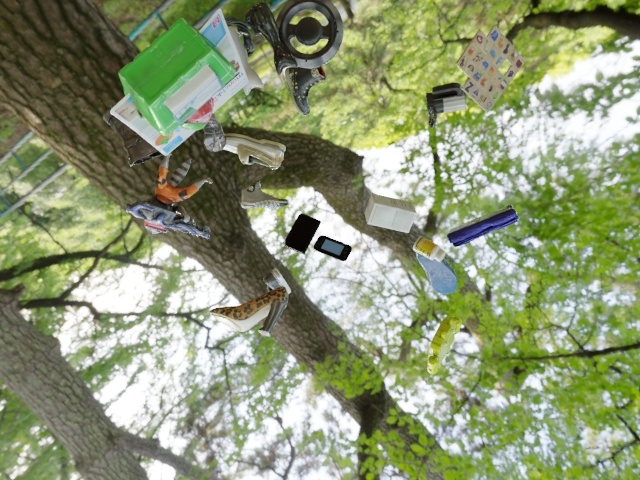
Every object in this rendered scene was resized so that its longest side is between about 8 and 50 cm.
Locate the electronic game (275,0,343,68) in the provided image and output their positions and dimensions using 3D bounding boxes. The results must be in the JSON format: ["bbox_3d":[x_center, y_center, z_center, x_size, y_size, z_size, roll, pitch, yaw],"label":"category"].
[{"bbox_3d":[-0.038,-0.685,1.494,0.229,0.229,0.048,-29,-176,8],"label":"electronic game"}]

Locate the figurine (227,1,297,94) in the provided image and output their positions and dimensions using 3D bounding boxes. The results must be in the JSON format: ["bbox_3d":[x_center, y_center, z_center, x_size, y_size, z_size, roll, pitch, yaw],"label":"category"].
[{"bbox_3d":[-0.205,-0.598,1.445,0.215,0.209,0.092,-25,-169,20],"label":"figurine"}]

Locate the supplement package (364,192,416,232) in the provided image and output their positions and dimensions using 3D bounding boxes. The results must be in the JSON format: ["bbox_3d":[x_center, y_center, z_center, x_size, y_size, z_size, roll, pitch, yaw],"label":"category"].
[{"bbox_3d":[0.385,-0.152,2.515,0.134,0.244,0.139,-94,-161,-59],"label":"supplement package"}]

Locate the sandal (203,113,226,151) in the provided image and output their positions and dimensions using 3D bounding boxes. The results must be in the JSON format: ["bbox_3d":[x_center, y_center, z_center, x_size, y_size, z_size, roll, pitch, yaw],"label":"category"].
[{"bbox_3d":[-0.430,-0.444,1.797,0.090,0.219,0.060,-8,-128,5],"label":"sandal"}]

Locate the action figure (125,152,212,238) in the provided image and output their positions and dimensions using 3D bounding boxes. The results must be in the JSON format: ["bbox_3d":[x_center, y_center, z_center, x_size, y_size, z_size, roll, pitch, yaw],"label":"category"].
[{"bbox_3d":[-0.565,-0.147,1.790,0.330,0.341,0.178,-49,-142,14],"label":"action figure"}]

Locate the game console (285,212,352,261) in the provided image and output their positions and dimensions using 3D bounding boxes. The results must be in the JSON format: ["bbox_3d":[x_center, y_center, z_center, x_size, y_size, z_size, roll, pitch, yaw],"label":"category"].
[{"bbox_3d":[0.000,0.000,2.462,0.213,0.361,0.044,-64,164,-18],"label":"game console"}]

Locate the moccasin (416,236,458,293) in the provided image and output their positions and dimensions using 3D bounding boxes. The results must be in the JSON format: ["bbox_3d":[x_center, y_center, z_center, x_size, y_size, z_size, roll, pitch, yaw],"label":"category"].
[{"bbox_3d":[0.533,0.108,2.059,0.137,0.342,0.117,-19,-140,18],"label":"moccasin"}]

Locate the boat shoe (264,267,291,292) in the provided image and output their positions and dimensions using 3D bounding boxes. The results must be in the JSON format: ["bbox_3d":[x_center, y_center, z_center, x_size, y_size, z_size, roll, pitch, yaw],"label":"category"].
[{"bbox_3d":[-0.233,0.237,2.395,0.102,0.108,0.301,-36,162,-8],"label":"boat shoe"}]

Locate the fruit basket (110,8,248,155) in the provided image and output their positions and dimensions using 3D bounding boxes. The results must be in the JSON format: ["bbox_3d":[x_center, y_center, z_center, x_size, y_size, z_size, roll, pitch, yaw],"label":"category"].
[{"bbox_3d":[-0.317,-0.357,1.129,0.327,0.165,0.353,-43,170,-4],"label":"fruit basket"}]

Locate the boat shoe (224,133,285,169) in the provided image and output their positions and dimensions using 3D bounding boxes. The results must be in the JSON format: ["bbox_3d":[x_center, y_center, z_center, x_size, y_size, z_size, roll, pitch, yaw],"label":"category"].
[{"bbox_3d":[-0.303,-0.373,1.909,0.302,0.103,0.113,11,174,12],"label":"boat shoe"}]

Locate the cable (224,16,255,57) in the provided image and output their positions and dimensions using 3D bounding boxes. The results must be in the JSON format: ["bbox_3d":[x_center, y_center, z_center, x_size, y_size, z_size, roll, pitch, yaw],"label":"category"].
[{"bbox_3d":[-0.333,-0.706,1.626,0.184,0.150,0.047,-11,-141,22],"label":"cable"}]

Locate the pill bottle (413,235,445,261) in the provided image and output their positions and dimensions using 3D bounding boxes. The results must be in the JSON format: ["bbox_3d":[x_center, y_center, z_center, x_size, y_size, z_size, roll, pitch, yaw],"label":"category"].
[{"bbox_3d":[0.427,0.036,1.782,0.116,0.065,0.065,30,-125,26],"label":"pill bottle"}]

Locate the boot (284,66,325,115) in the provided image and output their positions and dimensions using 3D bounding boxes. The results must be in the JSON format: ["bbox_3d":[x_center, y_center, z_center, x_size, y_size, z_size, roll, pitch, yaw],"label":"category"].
[{"bbox_3d":[-0.054,-0.722,2.154,0.178,0.236,0.085,-8,-155,31],"label":"boot"}]

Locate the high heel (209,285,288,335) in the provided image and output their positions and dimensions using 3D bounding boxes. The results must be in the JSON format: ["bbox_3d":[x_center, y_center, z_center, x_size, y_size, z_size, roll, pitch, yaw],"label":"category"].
[{"bbox_3d":[-0.244,0.222,1.584,0.261,0.093,0.186,10,-127,23],"label":"high heel"}]

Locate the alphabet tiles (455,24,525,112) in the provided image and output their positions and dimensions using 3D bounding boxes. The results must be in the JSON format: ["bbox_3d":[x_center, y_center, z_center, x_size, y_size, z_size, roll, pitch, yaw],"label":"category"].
[{"bbox_3d":[0.533,-0.550,1.452,0.198,0.237,0.009,-56,-143,14],"label":"alphabet tiles"}]

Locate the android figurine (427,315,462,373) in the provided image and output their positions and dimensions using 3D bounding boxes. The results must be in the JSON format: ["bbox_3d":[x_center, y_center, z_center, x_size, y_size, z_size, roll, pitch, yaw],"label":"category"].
[{"bbox_3d":[0.493,0.409,1.823,0.056,0.273,0.248,25,-125,27],"label":"android figurine"}]

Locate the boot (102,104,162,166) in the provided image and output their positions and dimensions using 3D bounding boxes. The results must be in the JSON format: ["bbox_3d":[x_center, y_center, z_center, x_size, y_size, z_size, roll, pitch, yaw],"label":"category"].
[{"bbox_3d":[-0.622,-0.404,1.643,0.263,0.229,0.091,-37,176,-19],"label":"boot"}]

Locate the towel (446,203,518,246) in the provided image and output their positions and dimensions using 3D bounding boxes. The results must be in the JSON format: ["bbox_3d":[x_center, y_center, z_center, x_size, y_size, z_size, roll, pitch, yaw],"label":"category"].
[{"bbox_3d":[0.731,-0.064,2.049,0.308,0.076,0.227,-24,180,23],"label":"towel"}]

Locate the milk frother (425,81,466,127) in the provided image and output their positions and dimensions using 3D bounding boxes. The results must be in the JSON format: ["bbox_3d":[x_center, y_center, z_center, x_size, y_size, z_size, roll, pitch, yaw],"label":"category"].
[{"bbox_3d":[0.442,-0.465,1.591,0.134,0.143,0.129,-6,176,15],"label":"milk frother"}]

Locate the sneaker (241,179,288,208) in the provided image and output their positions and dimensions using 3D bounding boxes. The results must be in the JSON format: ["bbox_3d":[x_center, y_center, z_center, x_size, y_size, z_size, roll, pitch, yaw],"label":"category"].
[{"bbox_3d":[-0.266,-0.224,2.169,0.228,0.132,0.086,-2,170,-17],"label":"sneaker"}]
